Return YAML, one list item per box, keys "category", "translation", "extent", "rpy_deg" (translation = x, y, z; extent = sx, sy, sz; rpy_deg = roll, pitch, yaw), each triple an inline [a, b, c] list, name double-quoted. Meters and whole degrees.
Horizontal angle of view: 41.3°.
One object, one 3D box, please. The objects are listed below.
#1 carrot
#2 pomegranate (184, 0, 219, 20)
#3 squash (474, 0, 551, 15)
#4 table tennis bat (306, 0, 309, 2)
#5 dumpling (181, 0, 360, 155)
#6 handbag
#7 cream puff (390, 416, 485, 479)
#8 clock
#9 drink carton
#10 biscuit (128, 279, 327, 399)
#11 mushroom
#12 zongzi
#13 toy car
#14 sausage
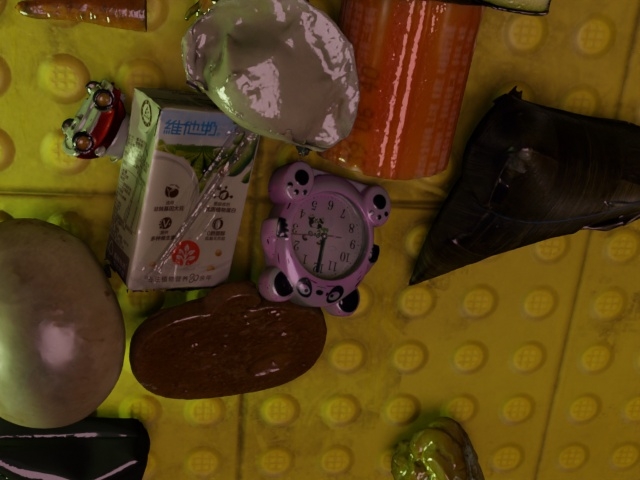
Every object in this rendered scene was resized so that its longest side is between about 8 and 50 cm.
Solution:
- category: "carrot"
  translation: [-0.385, -0.372, 1.369]
  extent: [0.210, 0.061, 0.061]
  rpy_deg: [2, 113, -5]
- category: "pomegranate"
  translation: [-0.144, -0.442, 1.316]
  extent: [0.246, 0.198, 0.198]
  rpy_deg: [-23, 120, 42]
- category: "squash"
  translation: [0.284, -0.445, 1.325]
  extent: [0.184, 0.085, 0.191]
  rpy_deg: [15, 91, 11]
- category: "table tennis bat"
  translation: [-0.046, -0.366, 1.440]
  extent: [0.131, 0.022, 0.234]
  rpy_deg: [13, 113, -12]
- category: "dumpling"
  translation: [-0.070, -0.262, 1.317]
  extent: [0.293, 0.163, 0.204]
  rpy_deg: [28, 89, -6]
- category: "handbag"
  translation: [-0.516, 0.485, 1.676]
  extent: [0.343, 0.152, 0.288]
  rpy_deg: [5, 124, -10]
- category: "cream puff"
  translation: [0.237, 0.471, 1.768]
  extent: [0.195, 0.194, 0.221]
  rpy_deg: [-27, 126, 4]
- category: "clock"
  translation: [0.000, 0.000, 1.506]
  extent: [0.228, 0.090, 0.247]
  rpy_deg: [15, 81, -26]
- category: "drink carton"
  translation: [-0.236, -0.084, 1.441]
  extent: [0.194, 0.132, 0.324]
  rpy_deg: [-1, 117, -36]
- category: "biscuit"
  translation: [-0.170, 0.182, 1.580]
  extent: [0.368, 0.063, 0.314]
  rpy_deg: [-5, 135, -14]
- category: "mushroom"
  translation: [-0.470, 0.137, 1.464]
  extent: [0.362, 0.295, 0.362]
  rpy_deg: [9, 108, 30]
- category: "zongzi"
  translation: [0.404, -0.049, 1.576]
  extent: [0.404, 0.207, 0.432]
  rpy_deg: [6, 133, -23]
- category: "toy car"
  translation: [-0.358, -0.191, 1.429]
  extent: [0.112, 0.112, 0.139]
  rpy_deg: [27, 98, -33]
- category: "sausage"
  translation: [0.125, -0.265, 1.395]
  extent: [0.233, 0.233, 0.287]
  rpy_deg: [7, 111, -11]
